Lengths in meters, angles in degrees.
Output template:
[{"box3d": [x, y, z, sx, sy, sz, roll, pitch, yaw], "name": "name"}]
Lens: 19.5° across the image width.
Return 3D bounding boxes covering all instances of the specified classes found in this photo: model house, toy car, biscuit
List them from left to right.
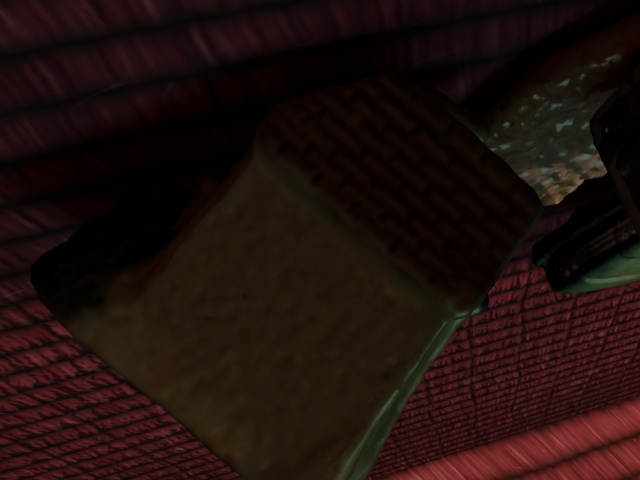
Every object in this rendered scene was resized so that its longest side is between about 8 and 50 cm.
[{"box3d": [0.000, 0.000, 0.916, 0.189, 0.195, 0.214, -48, 176, 11], "name": "model house"}, {"box3d": [0.166, -0.078, 1.044, 0.188, 0.040, 0.265, -14, 164, -21], "name": "biscuit"}, {"box3d": [0.317, -0.020, 1.385, 0.320, 0.097, 0.141, -12, 164, -34], "name": "toy car"}]

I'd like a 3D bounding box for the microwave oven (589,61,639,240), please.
[{"box3d": [0.370, -0.074, 0.831, 0.333, 0.247, 0.394, -16, 160, -26], "name": "microwave oven"}]
